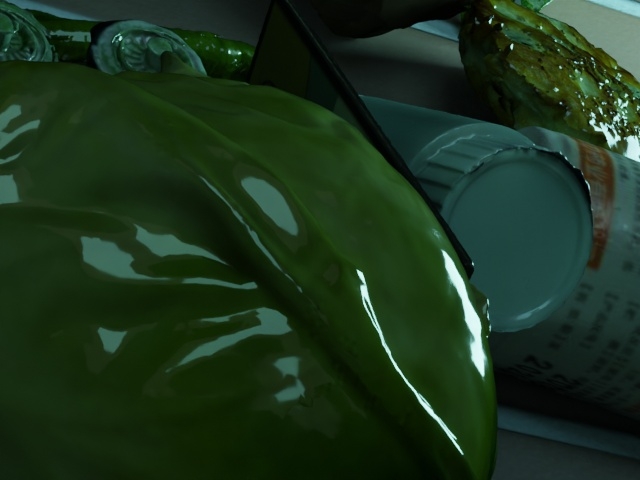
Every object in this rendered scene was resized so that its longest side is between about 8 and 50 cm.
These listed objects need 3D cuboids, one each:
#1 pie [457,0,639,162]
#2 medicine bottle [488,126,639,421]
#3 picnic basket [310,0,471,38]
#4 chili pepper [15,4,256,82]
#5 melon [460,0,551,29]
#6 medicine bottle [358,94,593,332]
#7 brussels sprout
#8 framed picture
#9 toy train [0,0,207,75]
[{"bbox_3d":[0.274,-0.139,1.858,0.355,0.103,0.288,21,30,-38],"label":"pie"},{"bbox_3d":[0.305,0.056,1.514,0.371,0.211,0.211,20,33,-12],"label":"medicine bottle"},{"bbox_3d":[-0.008,-0.383,1.877,0.337,0.337,0.293,41,5,21],"label":"picnic basket"},{"bbox_3d":[-0.122,-0.161,1.648,0.359,0.076,0.085,12,10,-23],"label":"chili pepper"},{"bbox_3d":[0.242,-0.340,2.118,0.196,0.124,0.323,20,30,3],"label":"melon"},{"bbox_3d":[0.069,-0.028,1.385,0.158,0.158,0.318,8,6,-28],"label":"medicine bottle"},{"bbox_3d":[-0.068,0.096,1.048,0.425,0.342,0.361,-5,36,-47],"label":"brussels sprout"},{"bbox_3d":[0.000,0.000,1.330,0.013,0.244,0.324,-5,44,-29],"label":"framed picture"},{"bbox_3d":[-0.194,-0.049,1.341,0.307,0.173,0.249,5,45,-32],"label":"toy train"}]
